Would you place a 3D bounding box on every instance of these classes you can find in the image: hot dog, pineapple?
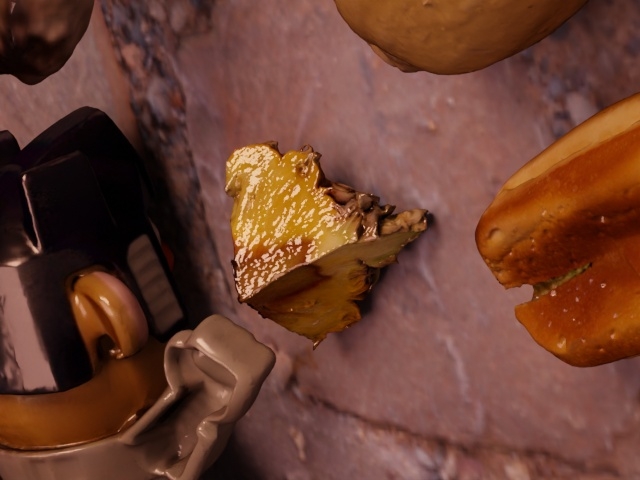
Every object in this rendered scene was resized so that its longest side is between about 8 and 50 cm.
[{"bbox_3d":[0.154,-0.018,0.692,0.100,0.068,0.249,58,144,-4],"label":"hot dog"},{"bbox_3d":[0.000,0.000,0.880,0.114,0.077,0.114,-17,99,38],"label":"pineapple"}]

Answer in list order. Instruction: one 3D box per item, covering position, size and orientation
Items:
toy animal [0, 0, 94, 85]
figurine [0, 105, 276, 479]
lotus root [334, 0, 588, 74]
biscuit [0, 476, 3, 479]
[{"bbox_3d":[-0.211,-0.258,0.900,0.344,0.194,0.303,31,124,43],"label":"toy animal"},{"bbox_3d":[-0.135,0.074,1.013,0.308,0.143,0.308,14,122,23],"label":"figurine"},{"bbox_3d":[0.078,-0.167,0.657,0.146,0.131,0.303,54,139,14],"label":"lotus root"},{"bbox_3d":[-0.206,0.178,1.144,0.239,0.041,0.212,-128,16,-70],"label":"biscuit"}]
